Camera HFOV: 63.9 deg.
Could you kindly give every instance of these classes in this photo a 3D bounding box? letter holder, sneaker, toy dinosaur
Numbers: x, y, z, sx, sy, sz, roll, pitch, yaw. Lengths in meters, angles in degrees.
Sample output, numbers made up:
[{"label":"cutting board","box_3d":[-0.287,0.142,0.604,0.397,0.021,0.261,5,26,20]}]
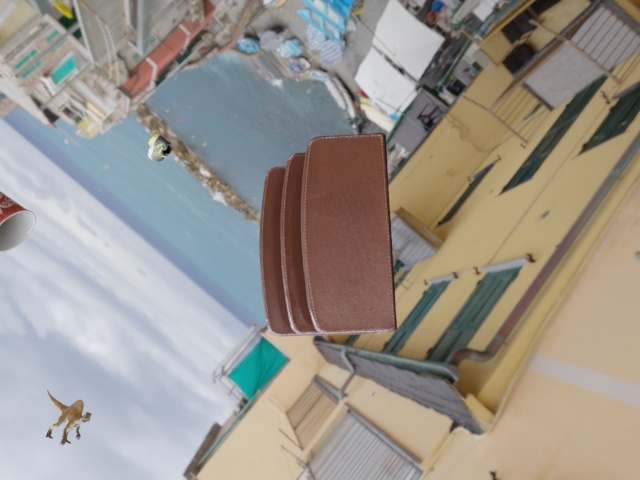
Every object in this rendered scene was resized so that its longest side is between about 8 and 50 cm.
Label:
[{"label":"letter holder","box_3d":[0.000,0.000,0.827,0.215,0.301,0.152,-2,169,1]},{"label":"sneaker","box_3d":[-0.276,-0.154,0.885,0.035,0.031,0.083,35,159,-1]},{"label":"toy dinosaur","box_3d":[-0.550,0.389,1.118,0.183,0.092,0.053,5,155,37]}]

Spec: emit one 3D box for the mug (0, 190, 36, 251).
[{"label":"mug","box_3d":[-0.750,-0.055,1.149,0.169,0.113,0.150,36,125,6]}]
